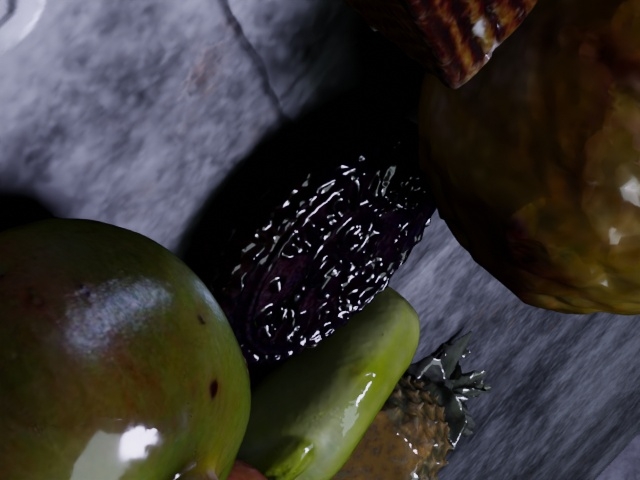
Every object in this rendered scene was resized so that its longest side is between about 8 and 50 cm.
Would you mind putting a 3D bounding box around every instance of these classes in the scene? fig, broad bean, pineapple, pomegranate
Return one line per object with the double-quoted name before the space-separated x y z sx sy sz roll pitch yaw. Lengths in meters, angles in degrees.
"fig" 0.250 -0.074 0.674 0.286 0.368 0.286 15 90 -75
"broad bean" -0.002 0.105 0.871 0.174 0.082 0.124 -55 -168 5
"pineapple" 0.075 0.154 1.074 0.125 0.125 0.251 -58 164 22
"pomegranate" -0.093 0.096 0.555 0.181 0.224 0.181 -45 156 -27

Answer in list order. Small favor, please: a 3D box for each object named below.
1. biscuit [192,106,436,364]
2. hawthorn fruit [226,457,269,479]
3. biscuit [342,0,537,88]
"biscuit" 0.000 0.000 0.764 0.194 0.053 0.194 -36 153 -22
"hawthorn fruit" -0.125 0.223 0.753 0.251 0.199 0.199 11 119 -50
"biscuit" -0.004 -0.176 0.429 0.073 0.107 0.388 -48 155 0
